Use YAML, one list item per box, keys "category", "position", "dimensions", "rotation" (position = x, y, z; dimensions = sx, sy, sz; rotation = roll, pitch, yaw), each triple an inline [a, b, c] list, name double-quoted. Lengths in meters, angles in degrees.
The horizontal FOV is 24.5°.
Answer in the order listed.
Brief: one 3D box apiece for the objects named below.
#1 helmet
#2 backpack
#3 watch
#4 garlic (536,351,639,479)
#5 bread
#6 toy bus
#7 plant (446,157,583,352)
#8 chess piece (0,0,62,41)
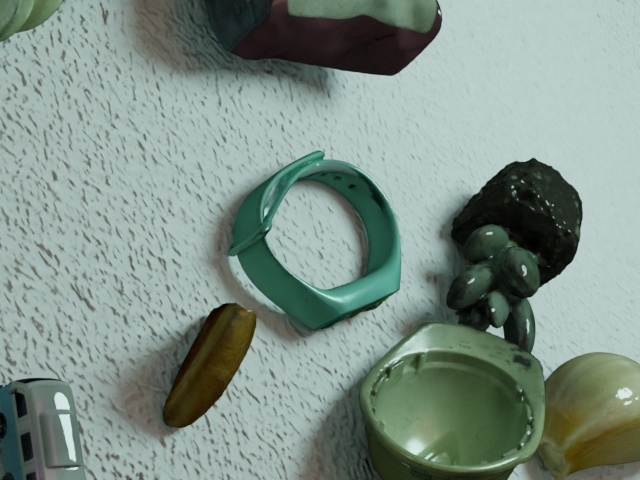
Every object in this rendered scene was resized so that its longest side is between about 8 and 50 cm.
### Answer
- category: "helmet"
  position: [0.140, 0.221, 1.645]
  dimensions: [0.204, 0.137, 0.257]
  rotation: [20, 35, 15]
- category: "backpack"
  position: [-0.023, -0.356, 1.755]
  dimensions: [0.283, 0.197, 0.317]
  rotation: [3, 62, -39]
- category: "watch"
  position: [0.000, 0.000, 1.680]
  dimensions: [0.237, 0.068, 0.195]
  rotation: [-23, 84, -47]
- category: "garlic"
  position: [0.371, 0.226, 1.872]
  dimensions: [0.245, 0.145, 0.164]
  rotation: [9, 95, -40]
- category: "bread"
  position: [-0.098, 0.105, 1.491]
  dimensions: [0.054, 0.136, 0.154]
  rotation: [27, 47, -7]
- category: "toy bus"
  position: [-0.255, 0.183, 1.351]
  dimensions: [0.060, 0.075, 0.123]
  rotation: [4, 67, -40]
- category: "plant"
  position: [0.228, 0.024, 1.822]
  dimensions: [0.146, 0.149, 0.274]
  rotation: [32, 46, -5]
- category: "chess piece"
  position: [-0.272, -0.323, 1.548]
  dimensions: [0.330, 0.182, 0.182]
  rotation: [-31, 91, -52]
